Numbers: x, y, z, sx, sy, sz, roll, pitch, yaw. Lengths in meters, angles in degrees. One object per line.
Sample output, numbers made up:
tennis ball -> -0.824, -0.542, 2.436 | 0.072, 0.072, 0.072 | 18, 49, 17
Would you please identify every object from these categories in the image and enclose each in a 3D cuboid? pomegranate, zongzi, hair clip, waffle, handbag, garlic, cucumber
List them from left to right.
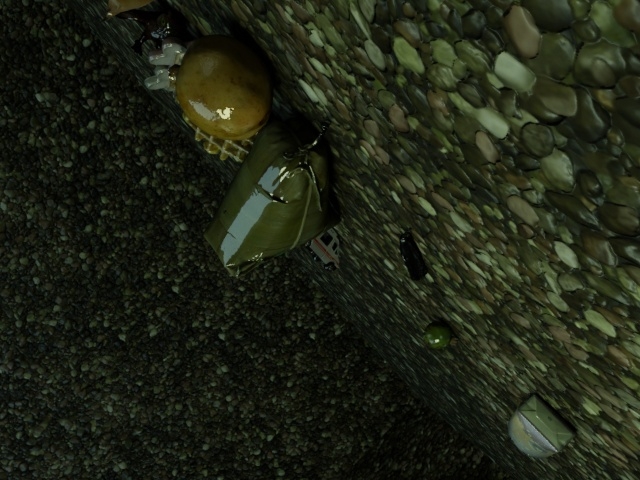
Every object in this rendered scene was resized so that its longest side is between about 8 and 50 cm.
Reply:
garlic -> -0.380, -0.515, 1.082 | 0.115, 0.128, 0.206 | 3, -179, -18
hair clip -> -0.325, -0.390, 1.245 | 0.257, 0.146, 0.075 | 140, 123, -66
pomegranate -> -0.178, -0.270, 0.965 | 0.196, 0.196, 0.196 | 46, 172, 8
waffle -> -0.215, -0.287, 1.193 | 0.248, 0.056, 0.253 | 14, 134, 27
zongzi -> -0.015, -0.135, 1.140 | 0.181, 0.418, 0.447 | 56, 135, 19
cucumber -> 0.174, 0.028, 1.064 | 0.043, 0.039, 0.163 | 15, 156, 33
pomegranate -> 0.296, 0.238, 1.352 | 0.084, 0.073, 0.073 | 34, -178, -40
handbag -> 0.474, 0.409, 1.184 | 0.117, 0.095, 0.173 | 49, 166, 27

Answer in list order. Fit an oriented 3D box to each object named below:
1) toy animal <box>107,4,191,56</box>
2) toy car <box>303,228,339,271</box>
toy animal -> -0.362, -0.488, 1.236 | 0.218, 0.116, 0.179 | 29, 151, -36
toy car -> 0.000, 0.000, 1.619 | 0.210, 0.108, 0.089 | 48, 171, -37
